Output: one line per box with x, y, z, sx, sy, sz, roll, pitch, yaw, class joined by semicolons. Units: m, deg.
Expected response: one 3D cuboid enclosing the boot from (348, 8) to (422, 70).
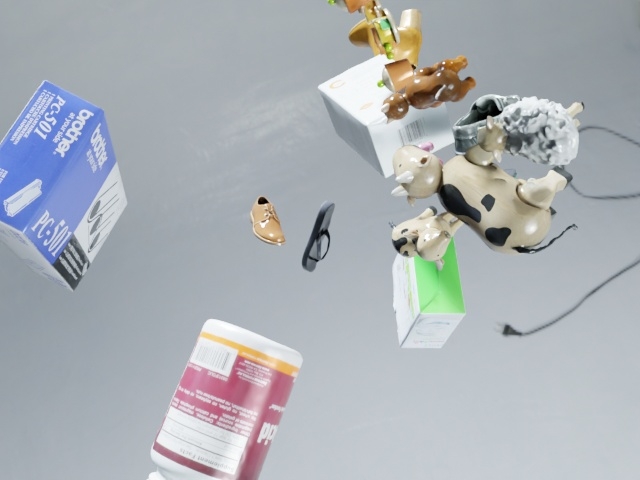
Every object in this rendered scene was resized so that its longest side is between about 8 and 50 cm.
0.189;-0.596;2.089;0.295;0.104;0.211;-4;69;44;boot

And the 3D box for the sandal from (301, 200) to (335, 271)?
0.000;0.000;2.047;0.054;0.254;0.097;26;33;15;sandal

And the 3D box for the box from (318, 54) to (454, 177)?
0.169;-0.345;1.785;0.215;0.168;0.345;-28;35;-6;box

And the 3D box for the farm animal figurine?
0.189;-0.069;0.936;0.172;0.330;0.327;-35;45;-28;farm animal figurine

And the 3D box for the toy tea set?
0.118;-0.514;1.634;0.124;0.200;0.336;-23;64;8;toy tea set

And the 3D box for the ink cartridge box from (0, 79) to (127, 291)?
-0.199;-0.029;0.509;0.046;0.207;0.097;27;72;-4;ink cartridge box

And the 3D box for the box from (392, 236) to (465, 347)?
0.280;0.129;1.785;0.126;0.231;0.262;1;58;-6;box

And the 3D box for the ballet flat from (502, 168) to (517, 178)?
0.362;-0.102;1.401;0.074;0.074;0.203;12;47;23;ballet flat

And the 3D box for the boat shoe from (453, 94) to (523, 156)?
0.424;-0.297;1.613;0.121;0.119;0.335;4;33;35;boat shoe

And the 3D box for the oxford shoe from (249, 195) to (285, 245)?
-0.143;-0.054;1.779;0.076;0.076;0.212;3;29;-26;oxford shoe

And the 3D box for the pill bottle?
-0.204;0.379;1.349;0.224;0.224;0.392;16;76;26;pill bottle
